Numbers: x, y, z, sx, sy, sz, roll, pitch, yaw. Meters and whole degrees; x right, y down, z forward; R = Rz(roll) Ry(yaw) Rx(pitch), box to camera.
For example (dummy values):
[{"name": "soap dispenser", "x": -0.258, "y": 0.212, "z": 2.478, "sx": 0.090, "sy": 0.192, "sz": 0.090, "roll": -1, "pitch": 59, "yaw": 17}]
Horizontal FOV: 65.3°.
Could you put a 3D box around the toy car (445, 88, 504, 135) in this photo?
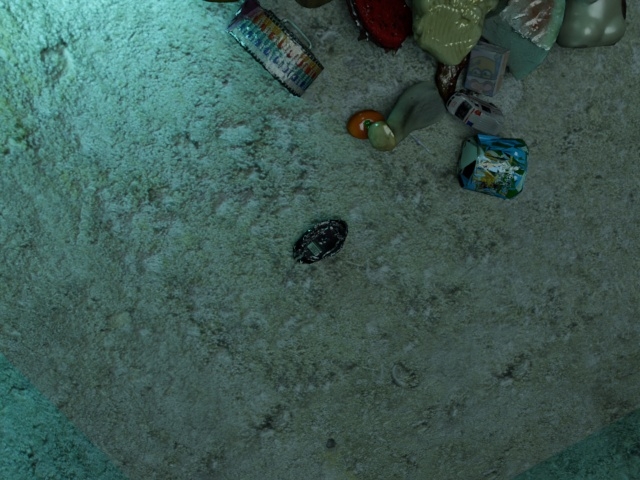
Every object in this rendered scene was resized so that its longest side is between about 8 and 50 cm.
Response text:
[{"name": "toy car", "x": 0.539, "y": -0.443, "z": 1.745, "sx": 0.209, "sy": 0.108, "sz": 0.089, "roll": 17, "pitch": 134, "yaw": -19}]

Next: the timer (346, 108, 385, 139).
[{"name": "timer", "x": 0.158, "y": -0.398, "z": 1.711, "sx": 0.136, "sy": 0.136, "sz": 0.099, "roll": -27, "pitch": 107, "yaw": 1}]

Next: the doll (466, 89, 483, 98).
[{"name": "doll", "x": 0.561, "y": -0.526, "z": 1.774, "sx": 0.085, "sy": 0.040, "sz": 0.058, "roll": -32, "pitch": 125, "yaw": 8}]

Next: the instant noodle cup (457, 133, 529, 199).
[{"name": "instant noodle cup", "x": 0.606, "y": -0.265, "z": 1.787, "sx": 0.178, "sy": 0.240, "sz": 0.240, "roll": 6, "pitch": 109, "yaw": -5}]

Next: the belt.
[{"name": "belt", "x": -0.125, "y": -0.599, "z": 1.546, "sx": 0.295, "sy": 0.207, "sz": 0.160, "roll": 44, "pitch": 103, "yaw": -6}]

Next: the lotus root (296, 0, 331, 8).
[{"name": "lotus root", "x": -0.010, "y": -0.830, "z": 1.545, "sx": 0.203, "sy": 0.078, "sz": 0.183, "roll": -28, "pitch": 111, "yaw": 3}]

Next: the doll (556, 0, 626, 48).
[{"name": "doll", "x": 0.870, "y": -0.773, "z": 1.582, "sx": 0.214, "sy": 0.226, "sz": 0.370, "roll": -1, "pitch": 132, "yaw": 4}]

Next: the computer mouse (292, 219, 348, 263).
[{"name": "computer mouse", "x": 0.000, "y": 0.000, "z": 1.855, "sx": 0.241, "sy": 0.077, "sz": 0.146, "roll": -36, "pitch": 112, "yaw": 9}]

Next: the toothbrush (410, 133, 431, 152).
[{"name": "toothbrush", "x": 0.357, "y": -0.360, "z": 1.816, "sx": 0.131, "sy": 0.013, "sz": 0.011, "roll": 36, "pitch": 111, "yaw": -21}]

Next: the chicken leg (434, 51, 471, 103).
[{"name": "chicken leg", "x": 0.453, "y": -0.593, "z": 1.720, "sx": 0.105, "sy": 0.063, "sz": 0.234, "roll": 21, "pitch": 108, "yaw": -11}]

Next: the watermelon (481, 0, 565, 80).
[{"name": "watermelon", "x": 0.638, "y": -0.727, "z": 1.635, "sx": 0.258, "sy": 0.228, "sz": 0.387, "roll": 0, "pitch": 105, "yaw": 0}]

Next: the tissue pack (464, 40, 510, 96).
[{"name": "tissue pack", "x": 0.559, "y": -0.579, "z": 1.687, "sx": 0.065, "sy": 0.115, "sz": 0.155, "roll": -34, "pitch": 142, "yaw": -31}]

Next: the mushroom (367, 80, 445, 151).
[{"name": "mushroom", "x": 0.294, "y": -0.407, "z": 1.676, "sx": 0.159, "sy": 0.122, "sz": 0.328, "roll": 47, "pitch": 62, "yaw": -3}]

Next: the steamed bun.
[{"name": "steamed bun", "x": 0.405, "y": -0.731, "z": 1.562, "sx": 0.276, "sy": 0.203, "sz": 0.289, "roll": -30, "pitch": 131, "yaw": 23}]

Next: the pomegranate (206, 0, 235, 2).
[{"name": "pomegranate", "x": -0.276, "y": -0.843, "z": 1.309, "sx": 0.416, "sy": 0.417, "sz": 0.417, "roll": -3, "pitch": 111, "yaw": -8}]

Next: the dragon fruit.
[{"name": "dragon fruit", "x": 0.153, "y": -0.741, "z": 1.562, "sx": 0.344, "sy": 0.100, "sz": 0.282, "roll": 55, "pitch": 53, "yaw": -25}]
